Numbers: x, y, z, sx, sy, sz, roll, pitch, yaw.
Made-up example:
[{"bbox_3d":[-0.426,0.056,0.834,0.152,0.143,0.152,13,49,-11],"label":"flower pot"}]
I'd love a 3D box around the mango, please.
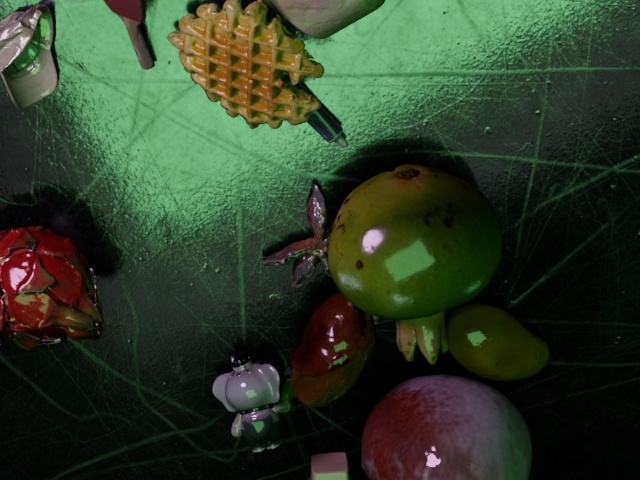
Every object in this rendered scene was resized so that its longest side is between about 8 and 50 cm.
[{"bbox_3d":[0.336,0.200,1.997,0.227,0.099,0.136,24,102,-21],"label":"mango"}]

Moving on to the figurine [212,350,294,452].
[{"bbox_3d":[-0.126,0.304,1.999,0.147,0.126,0.192,-14,96,13],"label":"figurine"}]

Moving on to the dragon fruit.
[{"bbox_3d":[-0.489,0.095,1.843,0.293,0.234,0.234,30,107,-9],"label":"dragon fruit"}]

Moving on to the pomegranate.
[{"bbox_3d":[0.180,0.051,1.828,0.310,0.216,0.358,-13,106,-18],"label":"pomegranate"}]

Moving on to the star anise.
[{"bbox_3d":[0.012,0.011,1.917,0.172,0.063,0.208,32,107,-16],"label":"star anise"}]

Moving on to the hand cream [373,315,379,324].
[{"bbox_3d":[0.149,0.065,1.960,0.067,0.043,0.209,27,104,-11],"label":"hand cream"}]

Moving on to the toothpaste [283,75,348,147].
[{"bbox_3d":[-0.022,-0.233,1.833,0.057,0.035,0.197,-44,105,4],"label":"toothpaste"}]

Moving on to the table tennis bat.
[{"bbox_3d":[-0.324,-0.390,1.719,0.022,0.138,0.246,-38,134,-23],"label":"table tennis bat"}]

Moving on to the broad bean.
[{"bbox_3d":[0.014,0.206,1.949,0.122,0.156,0.228,17,114,-44],"label":"broad bean"}]

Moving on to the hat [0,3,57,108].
[{"bbox_3d":[-0.498,-0.309,1.766,0.122,0.081,0.166,-36,133,-30],"label":"hat"}]

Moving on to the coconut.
[{"bbox_3d":[-0.001,-0.433,1.666,0.236,0.204,0.236,4,140,3],"label":"coconut"}]

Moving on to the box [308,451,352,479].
[{"bbox_3d":[0.019,0.467,2.073,0.089,0.122,0.062,-5,101,-1],"label":"box"}]

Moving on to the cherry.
[{"bbox_3d":[0.251,0.404,1.963,0.326,0.335,0.291,6,96,-30],"label":"cherry"}]

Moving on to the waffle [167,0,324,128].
[{"bbox_3d":[-0.120,-0.283,1.731,0.250,0.056,0.261,-15,130,43],"label":"waffle"}]
